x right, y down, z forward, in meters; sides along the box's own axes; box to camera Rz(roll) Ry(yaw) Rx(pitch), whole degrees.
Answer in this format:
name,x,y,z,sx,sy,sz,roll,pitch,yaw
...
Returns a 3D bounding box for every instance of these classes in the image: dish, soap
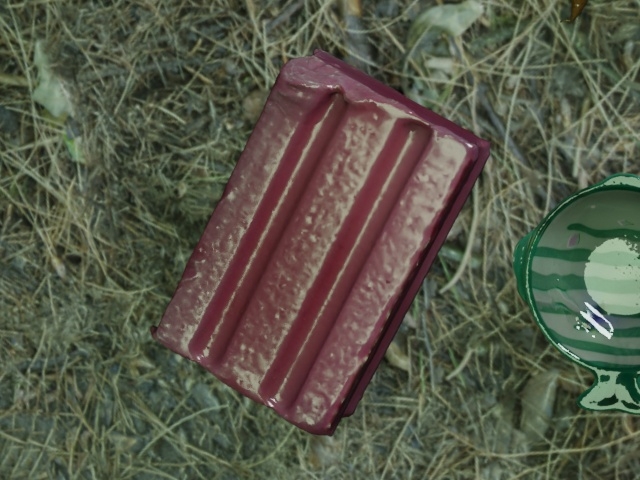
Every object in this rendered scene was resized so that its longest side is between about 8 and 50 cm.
name,x,y,z,sx,sy,sz,roll,pitch,yaw
dish,0.314,0.051,1.808,0.224,0.078,0.246,3,97,17
soap,0.000,0.000,1.875,0.233,0.128,0.360,30,104,11

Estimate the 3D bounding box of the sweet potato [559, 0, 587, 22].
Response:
name,x,y,z,sx,sy,sz,roll,pitch,yaw
sweet potato,0.287,-0.312,1.790,0.056,0.056,0.195,24,107,13
